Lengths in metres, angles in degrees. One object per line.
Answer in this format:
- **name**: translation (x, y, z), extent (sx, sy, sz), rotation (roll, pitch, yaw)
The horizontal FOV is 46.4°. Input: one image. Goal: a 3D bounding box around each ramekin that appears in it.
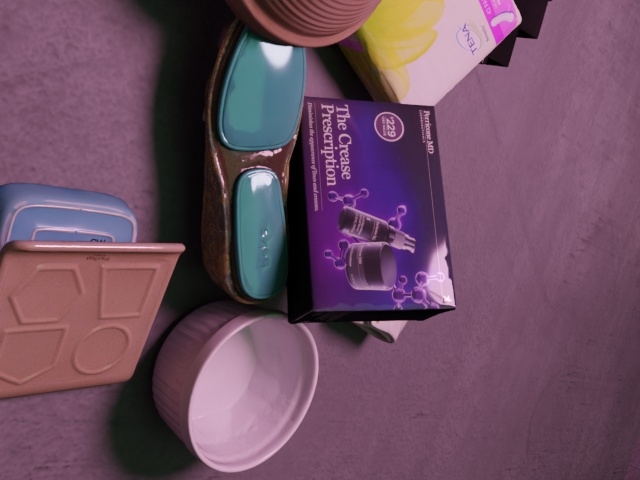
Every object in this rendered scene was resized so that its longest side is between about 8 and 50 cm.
- **ramekin**: translation (-0.112, 0.173, 0.940), extent (0.207, 0.109, 0.207), rotation (-18, 117, -41)

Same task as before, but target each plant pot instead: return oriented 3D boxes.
- **plant pot**: translation (0.012, -0.309, 0.738), extent (0.237, 0.110, 0.237), rotation (-15, 114, -37)

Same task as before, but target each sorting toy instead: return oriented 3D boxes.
- **sorting toy**: translation (-0.257, 0.079, 0.772), extent (0.193, 0.038, 0.208), rotation (2, 125, -46)

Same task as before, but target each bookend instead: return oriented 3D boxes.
- **bookend**: translation (0.290, -0.345, 1.200), extent (0.157, 0.072, 0.156), rotation (6, 100, -48)

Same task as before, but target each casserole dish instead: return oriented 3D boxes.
- **casserole dish**: translation (-0.265, 0.004, 0.774), extent (0.188, 0.037, 0.114), rotation (7, 99, -48)

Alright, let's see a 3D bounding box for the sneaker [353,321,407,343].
- **sneaker**: translation (0.080, 0.039, 1.094), extent (0.169, 0.108, 0.292), rotation (-55, 137, -22)

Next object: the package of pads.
- **package of pads**: translation (0.116, -0.319, 0.967), extent (0.229, 0.101, 0.296), rotation (-44, 134, -2)

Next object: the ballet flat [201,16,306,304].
- **ballet flat**: translation (-0.090, -0.101, 0.862), extent (0.123, 0.123, 0.348), rotation (-10, 107, -44)

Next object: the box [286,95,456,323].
- **box**: translation (0.053, -0.034, 0.919), extent (0.185, 0.103, 0.261), rotation (1, 75, -21)
